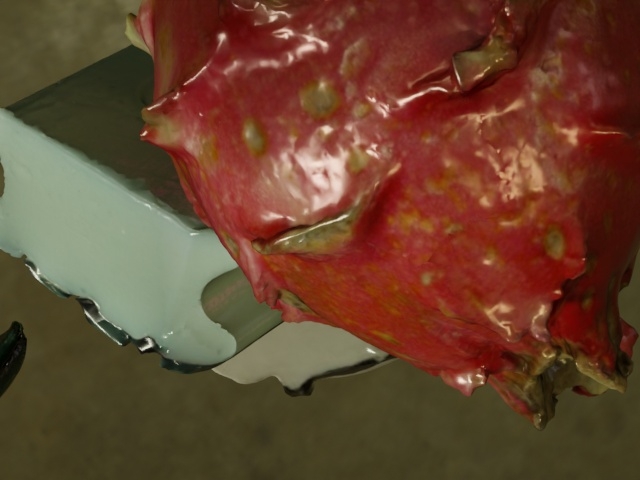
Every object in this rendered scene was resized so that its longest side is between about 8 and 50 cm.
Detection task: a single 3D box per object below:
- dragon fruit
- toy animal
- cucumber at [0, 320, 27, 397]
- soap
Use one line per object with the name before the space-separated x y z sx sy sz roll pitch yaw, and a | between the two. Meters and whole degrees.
dragon fruit | 0.043 -0.047 0.727 0.205 0.210 0.268 -28 97 -6
toy animal | 0.000 0.000 1.408 0.208 0.156 0.204 -18 124 8
cucumber | -0.228 0.113 1.055 0.033 0.184 0.036 56 157 -18
soap | -0.024 -0.051 0.945 0.150 0.261 0.094 35 134 22
